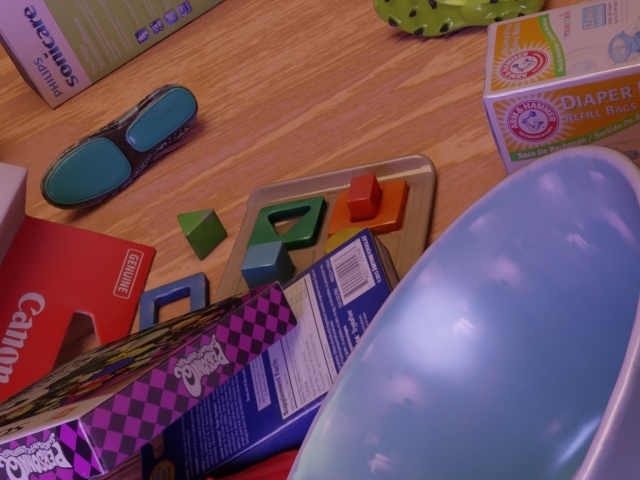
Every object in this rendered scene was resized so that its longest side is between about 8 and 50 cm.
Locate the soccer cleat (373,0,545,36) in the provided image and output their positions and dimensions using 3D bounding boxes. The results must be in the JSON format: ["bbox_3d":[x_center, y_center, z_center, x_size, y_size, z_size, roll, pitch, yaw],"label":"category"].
[{"bbox_3d":[0.143,-0.246,1.114,0.179,0.060,0.072,4,36,25],"label":"soccer cleat"}]

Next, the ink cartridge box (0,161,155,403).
[{"bbox_3d":[-0.288,0.052,0.889,0.261,0.066,0.296,13,42,-4],"label":"ink cartridge box"}]

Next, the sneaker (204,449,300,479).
[{"bbox_3d":[-0.097,0.182,0.676,0.221,0.128,0.087,-37,39,-11],"label":"sneaker"}]

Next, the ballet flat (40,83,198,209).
[{"bbox_3d":[-0.208,-0.094,1.142,0.188,0.070,0.070,-35,38,-14],"label":"ballet flat"}]

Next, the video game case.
[{"bbox_3d":[-0.154,0.109,0.730,0.210,0.041,0.232,-21,7,31],"label":"video game case"}]

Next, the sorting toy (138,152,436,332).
[{"bbox_3d":[0.000,0.000,0.905,0.348,0.047,0.196,-10,40,20],"label":"sorting toy"}]

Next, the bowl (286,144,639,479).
[{"bbox_3d":[0.112,0.126,0.532,0.311,0.163,0.311,-55,12,18],"label":"bowl"}]

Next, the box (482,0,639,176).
[{"bbox_3d":[0.238,-0.123,0.864,0.203,0.103,0.114,-9,40,22],"label":"box"}]

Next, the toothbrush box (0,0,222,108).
[{"bbox_3d":[-0.275,-0.331,1.334,0.283,0.206,0.122,-37,38,-12],"label":"toothbrush box"}]

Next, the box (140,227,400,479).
[{"bbox_3d":[-0.035,0.098,0.791,0.225,0.036,0.136,-33,35,13],"label":"box"}]
